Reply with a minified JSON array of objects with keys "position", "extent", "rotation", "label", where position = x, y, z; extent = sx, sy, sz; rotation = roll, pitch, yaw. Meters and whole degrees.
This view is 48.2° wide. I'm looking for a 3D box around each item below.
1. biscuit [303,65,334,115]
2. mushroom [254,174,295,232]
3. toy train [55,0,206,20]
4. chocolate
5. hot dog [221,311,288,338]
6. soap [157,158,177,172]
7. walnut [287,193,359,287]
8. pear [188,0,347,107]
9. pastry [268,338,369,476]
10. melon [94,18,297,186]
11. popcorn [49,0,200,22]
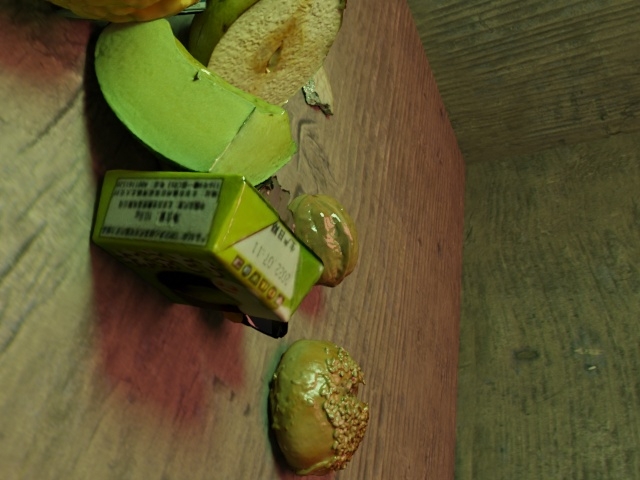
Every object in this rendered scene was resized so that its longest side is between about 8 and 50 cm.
[{"position":[-0.015,-0.475,2.123],"extent":[0.265,0.040,0.188],"rotation":[58,30,-42],"label":"biscuit"},{"position":[-0.128,-0.042,1.370],"extent":[0.188,0.117,0.141],"rotation":[54,36,-65],"label":"mushroom"},{"position":[-0.318,-0.407,1.206],"extent":[0.055,0.252,0.048],"rotation":[51,-37,38],"label":"toy train"},{"position":[-0.192,0.014,1.203],"extent":[0.289,0.301,0.137],"rotation":[50,51,-49],"label":"chocolate"},{"position":[-0.163,0.048,1.475],"extent":[0.194,0.107,0.326],"rotation":[26,50,-41],"label":"hot dog"},{"position":[-0.279,-0.154,1.373],"extent":[0.089,0.045,0.140],"rotation":[-26,103,-64],"label":"soap"},{"position":[0.000,0.000,1.781],"extent":[0.198,0.198,0.245],"rotation":[-26,102,-66],"label":"walnut"},{"position":[-0.136,-0.451,1.495],"extent":[0.340,0.386,0.191],"rotation":[-11,55,-52],"label":"pear"},{"position":[0.012,0.383,1.659],"extent":[0.284,0.184,0.315],"rotation":[38,48,-57],"label":"pastry"},{"position":[-0.232,-0.252,1.267],"extent":[0.331,0.344,0.226],"rotation":[-35,151,-53],"label":"melon"},{"position":[-0.310,-0.488,0.999],"extent":[0.390,0.344,0.354],"rotation":[49,2,-12],"label":"popcorn"}]
